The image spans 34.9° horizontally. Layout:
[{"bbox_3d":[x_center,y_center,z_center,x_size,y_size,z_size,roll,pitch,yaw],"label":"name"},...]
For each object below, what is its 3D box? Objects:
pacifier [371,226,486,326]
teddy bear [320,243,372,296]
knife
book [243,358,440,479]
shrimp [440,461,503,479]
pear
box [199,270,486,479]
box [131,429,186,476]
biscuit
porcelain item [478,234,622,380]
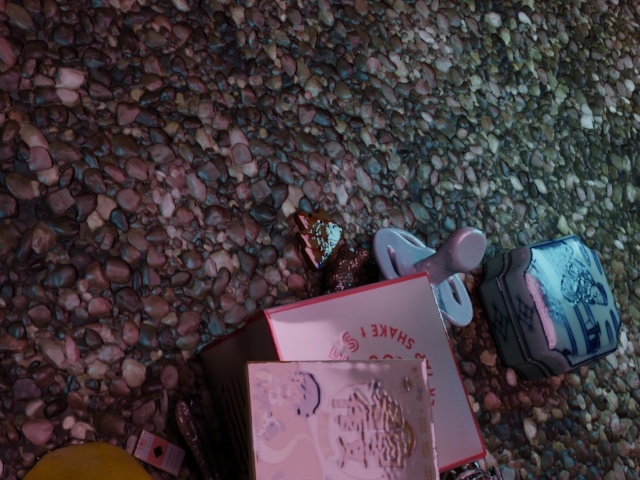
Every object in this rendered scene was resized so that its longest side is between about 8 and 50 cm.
[{"bbox_3d":[0.226,0.038,1.971,0.279,0.207,0.227,25,39,-39],"label":"pacifier"},{"bbox_3d":[0.038,0.087,1.904,0.119,0.078,0.160,17,77,-56],"label":"teddy bear"},{"bbox_3d":[-0.163,0.420,1.623,0.089,0.043,0.365,-11,81,-68],"label":"knife"},{"bbox_3d":[0.034,0.274,1.459,0.296,0.020,0.207,2,73,-25],"label":"book"},{"bbox_3d":[0.277,0.472,1.900,0.145,0.116,0.343,-1,68,-63],"label":"shrimp"},{"bbox_3d":[-0.306,0.406,1.441,0.267,0.178,0.266,15,66,-37],"label":"pear"},{"bbox_3d":[0.024,0.256,1.645,0.312,0.300,0.314,-12,80,-30],"label":"box"},{"bbox_3d":[-0.256,0.337,1.610,0.083,0.012,0.046,32,56,-24],"label":"box"},{"bbox_3d":[0.000,0.000,1.940,0.119,0.019,0.129,19,62,-30],"label":"biscuit"},{"bbox_3d":[0.496,0.141,2.177,0.286,0.157,0.281,-10,79,-39],"label":"porcelain item"}]
